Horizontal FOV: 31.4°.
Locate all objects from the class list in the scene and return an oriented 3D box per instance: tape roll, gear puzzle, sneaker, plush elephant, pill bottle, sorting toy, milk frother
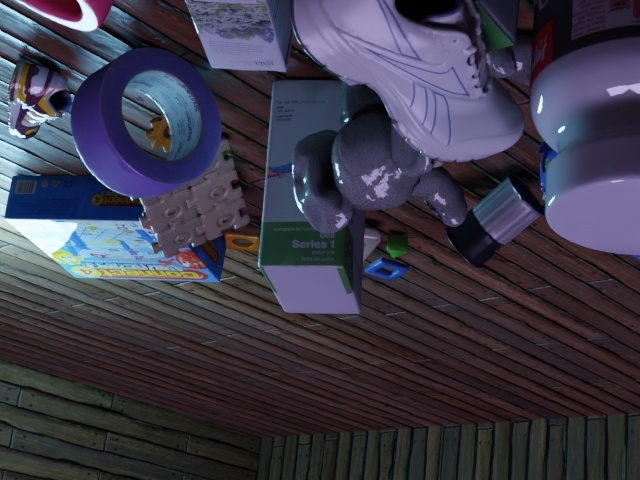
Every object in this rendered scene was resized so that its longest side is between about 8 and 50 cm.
[{"bbox_3d":[-0.231,-0.156,1.520,0.189,0.188,0.080,21,154,-34],"label":"tape roll"},{"bbox_3d":[-0.218,-0.099,1.790,0.176,0.044,0.339,-24,148,-9],"label":"gear puzzle"},{"bbox_3d":[0.108,-0.170,1.078,0.129,0.111,0.297,-21,142,39],"label":"sneaker"},{"bbox_3d":[-0.404,-0.192,1.650,0.084,0.069,0.185,15,160,-6],"label":"sneaker"},{"bbox_3d":[0.107,-0.132,1.381,0.330,0.255,0.272,19,156,-29],"label":"plush elephant"},{"bbox_3d":[0.296,-0.186,1.027,0.210,0.362,0.210,6,159,2],"label":"pill bottle"},{"bbox_3d":[0.000,0.000,2.072,0.348,0.047,0.196,10,155,-10],"label":"sorting toy"},{"bbox_3d":[0.250,-0.058,1.779,0.143,0.129,0.135,43,110,-13],"label":"milk frother"}]

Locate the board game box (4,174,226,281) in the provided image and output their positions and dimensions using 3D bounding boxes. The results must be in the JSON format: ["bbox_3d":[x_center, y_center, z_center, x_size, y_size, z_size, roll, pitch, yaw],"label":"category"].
[{"bbox_3d":[-0.364,-0.018,2.075,0.308,0.086,0.302,1,158,14],"label":"board game box"}]

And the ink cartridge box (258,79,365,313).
[{"bbox_3d":[-0.003,-0.059,1.586,0.117,0.278,0.201,0,159,9],"label":"ink cartridge box"}]

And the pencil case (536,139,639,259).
[{"bbox_3d":[0.437,-0.060,1.660,0.133,0.119,0.306,-36,138,28],"label":"pencil case"}]

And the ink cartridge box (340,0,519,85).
[{"bbox_3d":[0.098,-0.262,1.186,0.208,0.153,0.087,-10,151,35],"label":"ink cartridge box"}]

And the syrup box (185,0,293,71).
[{"bbox_3d":[-0.092,-0.286,1.264,0.093,0.096,0.237,5,160,9],"label":"syrup box"}]

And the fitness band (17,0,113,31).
[{"bbox_3d":[-0.350,-0.322,1.219,0.209,0.054,0.291,6,155,43],"label":"fitness band"}]
